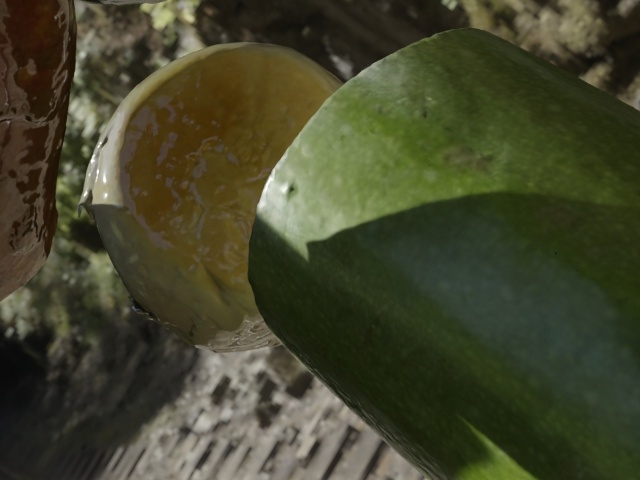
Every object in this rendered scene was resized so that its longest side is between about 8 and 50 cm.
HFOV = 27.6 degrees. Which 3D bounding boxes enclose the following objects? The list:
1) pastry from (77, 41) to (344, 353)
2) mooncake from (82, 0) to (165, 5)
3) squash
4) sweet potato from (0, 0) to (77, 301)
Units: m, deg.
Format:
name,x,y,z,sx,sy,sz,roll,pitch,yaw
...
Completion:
name,x,y,z,sx,sy,sz,roll,pitch,yaw
pastry,-0.063,-0.034,1.067,0.264,0.265,0.133,-60,-11,-20
mooncake,-0.198,-0.423,1.325,0.356,0.356,0.194,-60,18,-18
squash,0.172,0.068,0.760,0.384,0.263,0.263,40,98,38
sweet potato,-0.186,-0.122,0.693,0.131,0.131,0.336,-71,-2,-53
